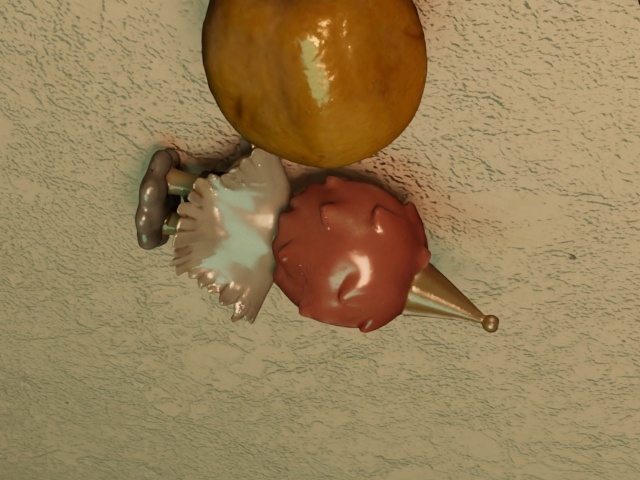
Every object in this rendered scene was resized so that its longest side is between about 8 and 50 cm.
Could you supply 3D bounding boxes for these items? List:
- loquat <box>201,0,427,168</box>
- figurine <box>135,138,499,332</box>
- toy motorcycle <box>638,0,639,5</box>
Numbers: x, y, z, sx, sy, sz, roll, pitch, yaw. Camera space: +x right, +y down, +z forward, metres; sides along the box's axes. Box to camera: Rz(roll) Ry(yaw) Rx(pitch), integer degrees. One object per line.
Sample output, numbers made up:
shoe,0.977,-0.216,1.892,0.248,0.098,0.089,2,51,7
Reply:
loquat,-0.004,-0.165,1.131,0.187,0.176,0.234,4,132,18
figurine,0.000,0.000,1.376,0.387,0.166,0.207,14,108,17
toy motorcycle,0.295,-0.239,0.993,0.152,0.073,0.225,-1,142,22
